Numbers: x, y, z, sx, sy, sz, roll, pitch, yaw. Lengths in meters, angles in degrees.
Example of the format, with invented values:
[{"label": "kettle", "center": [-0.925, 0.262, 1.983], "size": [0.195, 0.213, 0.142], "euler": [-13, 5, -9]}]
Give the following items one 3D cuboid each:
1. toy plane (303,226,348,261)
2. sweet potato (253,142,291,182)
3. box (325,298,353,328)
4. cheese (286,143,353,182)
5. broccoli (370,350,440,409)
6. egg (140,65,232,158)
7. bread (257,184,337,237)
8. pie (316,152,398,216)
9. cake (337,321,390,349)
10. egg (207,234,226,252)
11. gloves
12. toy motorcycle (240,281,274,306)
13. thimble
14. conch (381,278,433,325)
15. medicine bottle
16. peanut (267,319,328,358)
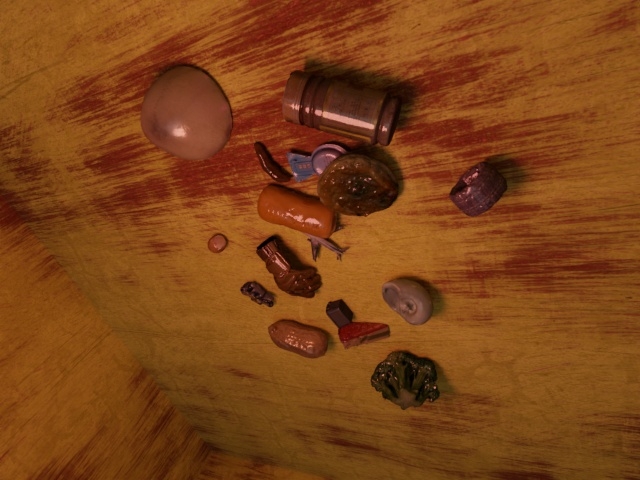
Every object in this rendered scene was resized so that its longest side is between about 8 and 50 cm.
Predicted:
[{"label": "toy plane", "center": [0.002, -0.001, 1.579], "size": [0.226, 0.058, 0.226], "euler": [38, 130, -1]}, {"label": "sweet potato", "center": [-0.185, -0.272, 1.462], "size": [0.182, 0.053, 0.054], "euler": [49, 169, -13]}, {"label": "box", "center": [0.086, 0.319, 1.780], "size": [0.069, 0.084, 0.122], "euler": [-27, 112, 30]}, {"label": "cheese", "center": [0.005, -0.259, 1.379], "size": [0.244, 0.052, 0.135], "euler": [-1, 124, 26]}, {"label": "broccoli", "center": [0.369, 0.627, 1.790], "size": [0.294, 0.245, 0.265], "euler": [-6, 106, 0]}, {"label": "egg", "center": [-0.484, -0.405, 1.399], "size": [0.336, 0.201, 0.337], "euler": [13, 132, 15]}, {"label": "bread", "center": [-0.088, -0.105, 1.500], "size": [0.305, 0.091, 0.142], "euler": [17, 109, 12]}, {"label": "pie", "center": [0.117, -0.170, 1.346], "size": [0.276, 0.079, 0.277], "euler": [2, 138, 2]}, {"label": "cake", "center": [0.188, 0.405, 1.826], "size": [0.220, 0.117, 0.086], "euler": [-19, 124, -2]}, {"label": "egg", "center": [-0.460, 0.018, 1.800], "size": [0.080, 0.080, 0.096], "euler": [38, 146, -6]}, {"label": "gloves", "center": [-0.135, 0.131, 1.693], "size": [0.154, 0.141, 0.331], "euler": [-29, 110, 37]}, {"label": "toy motorcycle", "center": [-0.303, 0.247, 1.917], "size": [0.193, 0.061, 0.124], "euler": [22, 139, 19]}, {"label": "thimble", "center": [0.461, -0.150, 1.190], "size": [0.097, 0.150, 0.150], "euler": [41, 132, -7]}, {"label": "conch", "center": [0.333, 0.227, 1.561], "size": [0.184, 0.121, 0.221], "euler": [-23, 109, 35]}, {"label": "medicine bottle", "center": [0.063, -0.384, 1.186], "size": [0.322, 0.151, 0.151], "euler": [18, 131, 11]}, {"label": "peanut", "center": [-0.110, 0.472, 1.952], "size": [0.312, 0.152, 0.152], "euler": [11, 130, 17]}]
